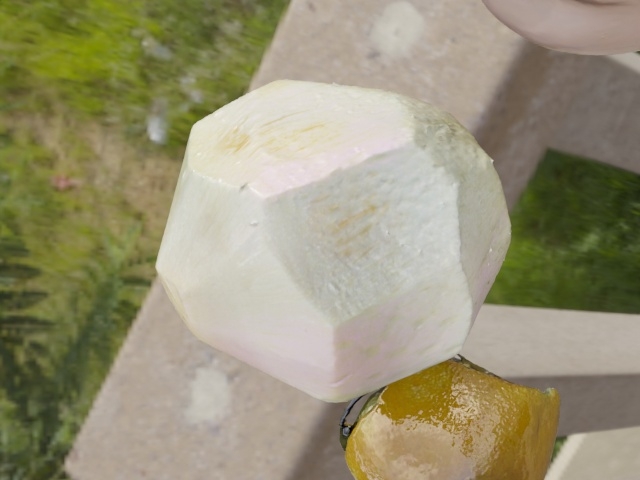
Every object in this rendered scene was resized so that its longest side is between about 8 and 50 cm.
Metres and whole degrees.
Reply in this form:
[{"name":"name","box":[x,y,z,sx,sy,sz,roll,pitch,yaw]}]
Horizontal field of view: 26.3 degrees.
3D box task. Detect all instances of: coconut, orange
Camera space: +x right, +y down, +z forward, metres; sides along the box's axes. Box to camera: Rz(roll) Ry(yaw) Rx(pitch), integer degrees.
[{"name":"coconut","box":[0.000,0.000,0.935,0.237,0.237,0.197,19,138,32]},{"name":"orange","box":[0.100,0.159,1.023,0.169,0.112,0.160,-15,122,12]}]

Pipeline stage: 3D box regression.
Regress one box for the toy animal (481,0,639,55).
[{"name":"toy animal","box":[0.100,-0.172,0.485,0.154,0.250,0.166,-13,53,8]}]
